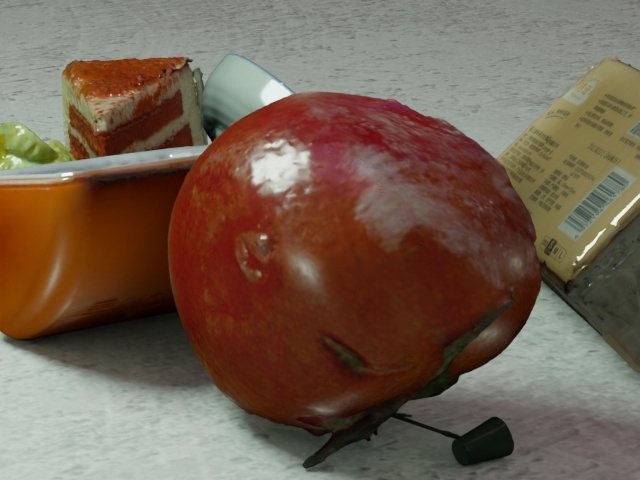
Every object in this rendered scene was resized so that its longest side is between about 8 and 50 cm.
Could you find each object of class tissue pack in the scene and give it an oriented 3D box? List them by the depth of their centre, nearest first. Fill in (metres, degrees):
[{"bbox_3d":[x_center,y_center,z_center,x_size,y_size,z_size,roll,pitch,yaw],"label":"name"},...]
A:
[{"bbox_3d":[0.308,-0.006,1.751,0.239,0.238,0.305,-2,16,-12],"label":"tissue pack"}]

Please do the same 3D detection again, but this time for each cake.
[{"bbox_3d":[-0.245,-0.106,2.092,0.160,0.158,0.262,2,17,19],"label":"cake"}]

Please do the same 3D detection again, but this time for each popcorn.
[{"bbox_3d":[-0.305,-0.045,1.957,0.135,0.162,0.141,42,56,13],"label":"popcorn"}]

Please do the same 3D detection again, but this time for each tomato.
[{"bbox_3d":[0.000,0.002,1.439,0.309,0.309,0.170,7,-7,19],"label":"tomato"}]

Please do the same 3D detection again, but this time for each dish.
[{"bbox_3d":[-0.041,-0.041,1.859,0.134,0.273,0.273,-44,29,-8],"label":"dish"}]

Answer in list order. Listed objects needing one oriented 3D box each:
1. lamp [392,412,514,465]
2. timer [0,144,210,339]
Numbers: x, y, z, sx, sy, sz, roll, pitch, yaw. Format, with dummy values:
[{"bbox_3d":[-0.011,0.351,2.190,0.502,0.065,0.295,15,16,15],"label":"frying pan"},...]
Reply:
[{"bbox_3d":[0.091,0.144,1.481,0.054,0.041,0.121,-19,28,-30],"label":"lamp"},{"bbox_3d":[-0.159,-0.024,1.669,0.257,0.161,0.250,-9,-9,-33],"label":"timer"}]
